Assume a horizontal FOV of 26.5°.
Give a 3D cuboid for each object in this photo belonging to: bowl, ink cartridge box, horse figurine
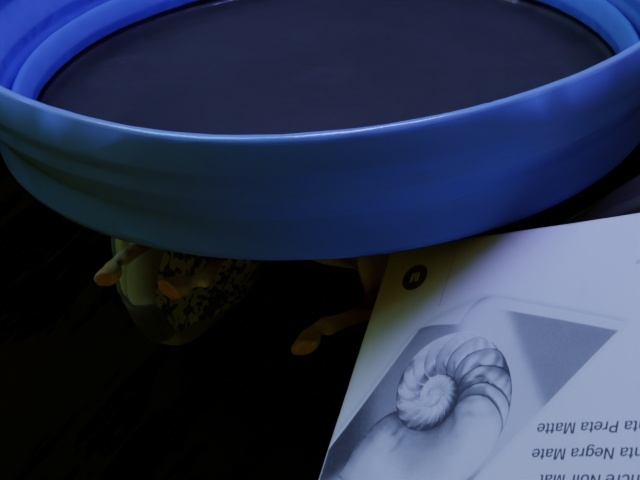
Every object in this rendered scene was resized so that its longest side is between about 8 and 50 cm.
[{"bbox_3d":[0.001,-0.112,0.745,0.391,0.077,0.391,-4,31,2],"label":"bowl"},{"bbox_3d":[0.097,0.091,0.549,0.223,0.045,0.224,-10,51,39],"label":"ink cartridge box"},{"bbox_3d":[0.000,0.000,0.783,0.263,0.066,0.174,25,51,19],"label":"horse figurine"}]

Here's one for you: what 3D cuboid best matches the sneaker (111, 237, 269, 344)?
[{"bbox_3d":[0.026,-0.087,0.909,0.182,0.158,0.410,16,57,42],"label":"sneaker"}]

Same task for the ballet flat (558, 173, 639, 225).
[{"bbox_3d":[0.224,-0.026,0.639,0.280,0.095,0.096,-41,35,8],"label":"ballet flat"}]
